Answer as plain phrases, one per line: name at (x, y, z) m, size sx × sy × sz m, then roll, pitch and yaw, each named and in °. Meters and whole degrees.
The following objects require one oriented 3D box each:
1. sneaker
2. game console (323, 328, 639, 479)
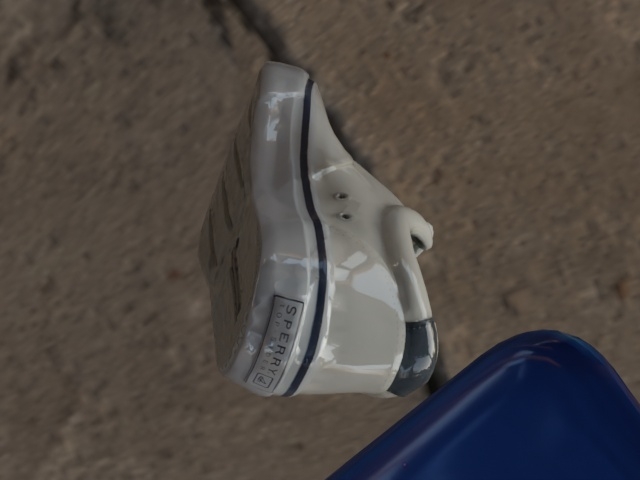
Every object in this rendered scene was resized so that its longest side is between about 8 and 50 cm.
sneaker at (0.000, 0.000, 0.892) m, size 0.091 × 0.258 × 0.094 m, roll 17°, pitch 117°, yaw -12°
game console at (0.053, 0.222, 0.600) m, size 0.293 × 0.173 × 0.250 m, roll -39°, pitch 120°, yaw 11°
